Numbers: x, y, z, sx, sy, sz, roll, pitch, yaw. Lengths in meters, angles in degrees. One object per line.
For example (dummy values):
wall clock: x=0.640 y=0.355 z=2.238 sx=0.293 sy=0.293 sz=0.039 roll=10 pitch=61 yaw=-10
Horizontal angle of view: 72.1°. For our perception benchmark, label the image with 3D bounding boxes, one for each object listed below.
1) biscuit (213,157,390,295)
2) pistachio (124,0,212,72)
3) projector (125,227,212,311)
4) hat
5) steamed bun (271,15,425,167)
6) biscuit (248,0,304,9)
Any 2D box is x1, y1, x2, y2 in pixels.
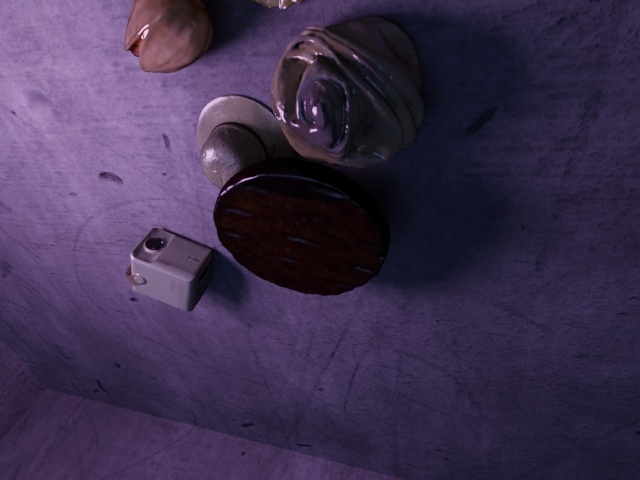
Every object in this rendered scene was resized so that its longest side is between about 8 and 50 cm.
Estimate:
biscuit: x=-0.042 y=-0.023 z=1.013 sx=0.407 sy=0.091 sz=0.408 roll=10 pitch=138 yaw=9
pistachio: x=-0.307 y=-0.414 z=0.874 sx=0.229 sy=0.157 sz=0.157 roll=-14 pitch=122 yaw=46
projector: x=-0.469 y=0.086 z=1.358 sx=0.242 sy=0.163 sz=0.177 roll=21 pitch=132 yaw=3
hat: x=-0.207 y=-0.192 z=1.030 sx=0.257 sy=0.130 sz=0.257 roll=12 pitch=133 yaw=14
steamed bun: x=0.048 y=-0.254 z=0.816 sx=0.280 sy=0.207 sz=0.268 roll=1 pitch=128 yaw=21
biscuit: x=-0.078 y=-0.509 z=0.770 sx=0.273 sy=0.036 sz=0.187 roll=0 pitch=128 yaw=23
